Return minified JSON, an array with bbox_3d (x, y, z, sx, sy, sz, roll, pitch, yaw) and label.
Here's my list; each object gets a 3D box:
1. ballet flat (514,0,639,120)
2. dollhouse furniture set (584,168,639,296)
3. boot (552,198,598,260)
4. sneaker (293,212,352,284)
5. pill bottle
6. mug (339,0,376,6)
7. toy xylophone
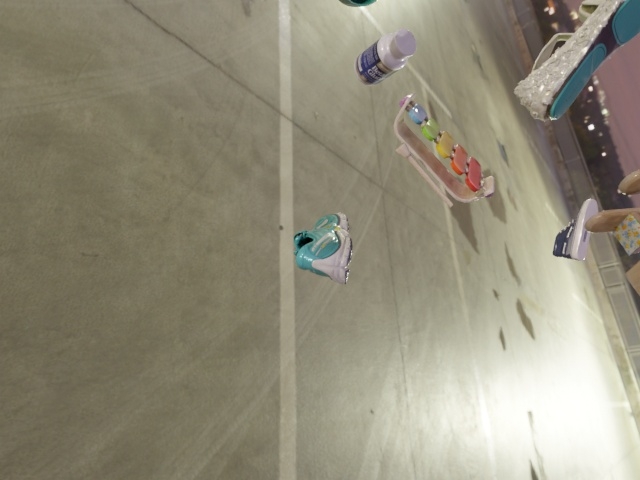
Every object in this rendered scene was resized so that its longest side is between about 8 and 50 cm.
[{"bbox_3d":[0.599,-0.460,0.969,0.147,0.409,0.147,38,12,-10],"label":"ballet flat"},{"bbox_3d":[0.674,-0.002,0.778,0.394,0.256,0.362,96,-15,-51],"label":"dollhouse furniture set"},{"bbox_3d":[0.763,-0.035,1.311,0.069,0.086,0.190,21,86,-28],"label":"boot"},{"bbox_3d":[0.000,0.000,0.881,0.275,0.110,0.107,-97,-163,-76],"label":"sneaker"},{"bbox_3d":[0.171,-0.483,1.145,0.094,0.169,0.094,3,84,-29],"label":"pill bottle"},{"bbox_3d":[0.087,-0.665,1.073,0.097,0.129,0.157,-126,-152,-59],"label":"mug"},{"bbox_3d":[0.291,-0.206,1.051,0.323,0.081,0.236,41,33,-12],"label":"toy xylophone"}]
